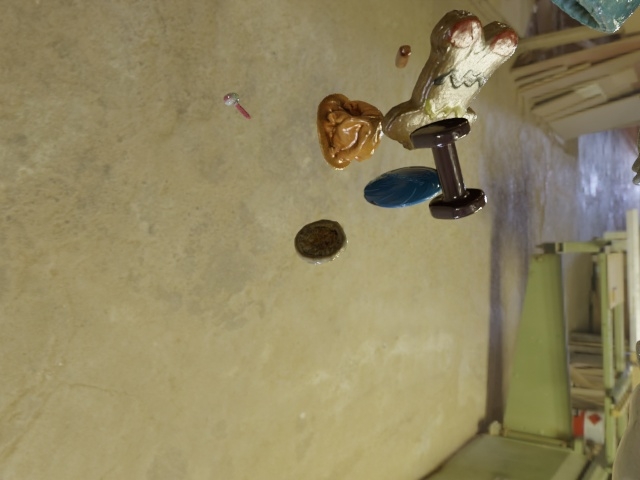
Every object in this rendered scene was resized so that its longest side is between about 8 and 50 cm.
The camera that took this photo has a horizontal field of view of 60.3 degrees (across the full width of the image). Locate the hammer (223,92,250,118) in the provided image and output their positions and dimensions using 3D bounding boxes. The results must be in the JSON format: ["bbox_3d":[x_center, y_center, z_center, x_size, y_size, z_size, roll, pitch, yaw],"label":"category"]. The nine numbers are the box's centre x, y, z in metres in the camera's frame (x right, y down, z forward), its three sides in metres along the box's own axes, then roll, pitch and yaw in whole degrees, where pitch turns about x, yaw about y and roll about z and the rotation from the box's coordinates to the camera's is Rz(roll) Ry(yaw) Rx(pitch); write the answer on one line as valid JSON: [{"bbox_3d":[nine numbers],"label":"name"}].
[{"bbox_3d":[-0.205,-0.337,1.386,0.083,0.031,0.052,46,28,-3],"label":"hammer"}]

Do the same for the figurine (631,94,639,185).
[{"bbox_3d":[0.424,-0.137,0.561,0.338,0.205,0.283,-47,161,-32],"label":"figurine"}]

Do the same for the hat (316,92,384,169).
[{"bbox_3d":[0.145,-0.357,1.703,0.244,0.233,0.233,-51,126,-38],"label":"hat"}]

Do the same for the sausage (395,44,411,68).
[{"bbox_3d":[0.256,-0.572,1.712,0.131,0.039,0.041,25,67,-88],"label":"sausage"}]

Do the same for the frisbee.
[{"bbox_3d":[0.240,-0.168,1.599,0.242,0.242,0.045,-49,134,-43],"label":"frisbee"}]

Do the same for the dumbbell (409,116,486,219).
[{"bbox_3d":[0.302,-0.169,1.297,0.124,0.140,0.225,-32,113,-33],"label":"dumbbell"}]

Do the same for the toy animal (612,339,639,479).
[{"bbox_3d":[0.473,0.249,0.722,0.282,0.138,0.140,-58,137,-32],"label":"toy animal"}]

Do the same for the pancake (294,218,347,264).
[{"bbox_3d":[0.000,0.001,1.509,0.025,0.152,0.151,73,35,-51],"label":"pancake"}]

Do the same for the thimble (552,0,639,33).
[{"bbox_3d":[0.523,-0.514,1.057,0.199,0.143,0.235,25,25,-34],"label":"thimble"}]

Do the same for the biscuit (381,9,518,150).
[{"bbox_3d":[0.367,-0.411,1.506,0.368,0.076,0.394,-7,138,-42],"label":"biscuit"}]
